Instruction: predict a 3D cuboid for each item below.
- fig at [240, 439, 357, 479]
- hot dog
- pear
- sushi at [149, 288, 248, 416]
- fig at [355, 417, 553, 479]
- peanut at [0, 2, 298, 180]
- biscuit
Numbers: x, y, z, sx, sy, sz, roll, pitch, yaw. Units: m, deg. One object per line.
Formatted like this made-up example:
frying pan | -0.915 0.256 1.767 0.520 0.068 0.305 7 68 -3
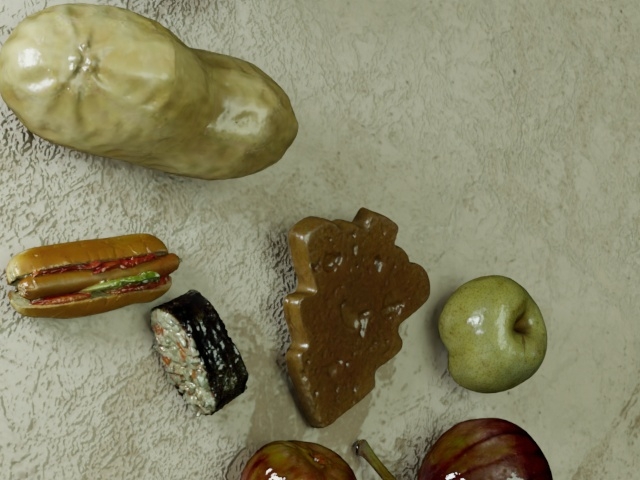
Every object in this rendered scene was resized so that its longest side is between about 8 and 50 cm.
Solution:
fig | -0.030 0.332 1.748 0.149 0.202 0.148 -26 62 -28
hot dog | -0.261 0.040 1.644 0.235 0.062 0.092 -12 88 -40
pear | 0.244 0.132 1.990 0.167 0.136 0.167 10 74 -39
sushi | -0.150 0.138 1.702 0.078 0.090 0.150 -30 104 -33
fig | 0.193 0.350 1.893 0.249 0.186 0.204 -5 105 -32
peanut | -0.195 -0.173 1.646 0.387 0.192 0.170 13 68 -37
biscuit | 0.028 0.103 1.860 0.278 0.043 0.302 32 73 -43
